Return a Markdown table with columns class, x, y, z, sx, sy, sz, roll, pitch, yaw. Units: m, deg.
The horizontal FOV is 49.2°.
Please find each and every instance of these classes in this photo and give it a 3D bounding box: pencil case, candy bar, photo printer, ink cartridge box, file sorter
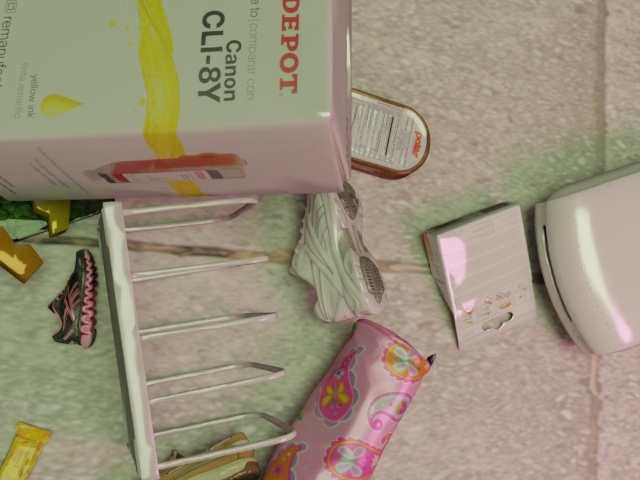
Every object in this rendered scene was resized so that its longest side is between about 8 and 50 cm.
| class | x | y | z | sx | sy | sz | roll | pitch | yaw |
| --- | --- | --- | --- | --- | --- | --- | --- | --- | --- |
| pencil case | 0.028 | 0.239 | 0.880 | 0.124 | 0.124 | 0.284 | 35 | 75 | -11 |
| candy bar | -0.363 | 0.291 | 0.803 | 0.040 | 0.018 | 0.162 | 24 | 79 | -10 |
| photo printer | 0.469 | 0.017 | 1.041 | 0.307 | 0.107 | 0.256 | -17 | 90 | -18 |
| ink cartridge box | 0.234 | 0.049 | 1.011 | 0.145 | 0.045 | 0.179 | -19 | 109 | -19 |
| ink cartridge box | -0.164 | -0.200 | 0.726 | 0.384 | 0.160 | 0.279 | -2 | 71 | 6 |
| file sorter | -0.148 | 0.097 | 0.800 | 0.173 | 0.193 | 0.278 | -8 | 87 | -20 |

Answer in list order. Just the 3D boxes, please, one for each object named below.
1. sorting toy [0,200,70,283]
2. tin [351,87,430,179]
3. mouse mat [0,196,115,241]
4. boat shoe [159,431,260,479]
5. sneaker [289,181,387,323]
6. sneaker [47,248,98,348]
| class | x | y | z | sx | sy | sz | roll | pitch | yaw |
| --- | --- | --- | --- | --- | --- | --- | --- | --- | --- |
| sorting toy | -0.400 | -0.109 | 0.774 | 0.307 | 0.041 | 0.229 | 42 | 57 | -15 |
| tin | 0.064 | -0.149 | 0.971 | 0.189 | 0.040 | 0.106 | 14 | 85 | -16 |
| mouse mat | -0.363 | -0.080 | 0.846 | 0.189 | 0.007 | 0.153 | -22 | 91 | -19 |
| boat shoe | -0.170 | 0.290 | 0.847 | 0.189 | 0.068 | 0.072 | -20 | 56 | -10 |
| sneaker | 0.000 | 0.000 | 0.909 | 0.090 | 0.115 | 0.232 | 22 | 49 | -57 |
| sneaker | -0.296 | 0.069 | 0.836 | 0.057 | 0.047 | 0.119 | 1 | 83 | -6 |
